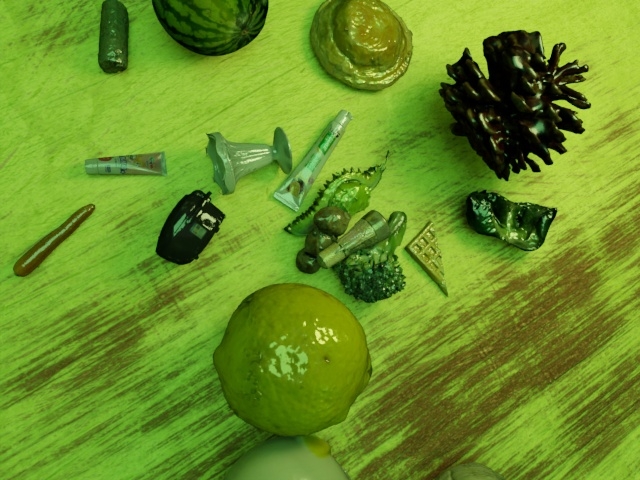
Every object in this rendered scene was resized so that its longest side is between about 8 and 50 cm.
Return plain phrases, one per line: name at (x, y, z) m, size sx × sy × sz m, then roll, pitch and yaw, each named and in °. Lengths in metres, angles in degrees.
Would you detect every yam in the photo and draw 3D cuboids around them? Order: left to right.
yam at (-0.540, -0.528, 1.357) m, size 0.078 × 0.078 × 0.179 m, roll -1°, pitch 81°, yaw -12°

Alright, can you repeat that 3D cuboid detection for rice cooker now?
rice cooker at (-0.327, -0.033, 1.303) m, size 0.118 × 0.142 × 0.203 m, roll 37°, pitch 77°, yaw -18°

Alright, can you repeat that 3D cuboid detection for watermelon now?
watermelon at (-0.278, -0.617, 1.316) m, size 0.285 × 0.285 × 0.285 m, roll 2°, pitch 82°, yaw -12°

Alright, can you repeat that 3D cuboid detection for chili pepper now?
chili pepper at (0.528, -0.063, 1.508) m, size 0.265 × 0.116 × 0.148 m, roll 15°, pitch 91°, yaw -9°

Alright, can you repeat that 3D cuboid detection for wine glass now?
wine glass at (-0.183, -0.215, 1.349) m, size 0.197 × 0.165 × 0.164 m, roll -15°, pitch 86°, yaw -17°

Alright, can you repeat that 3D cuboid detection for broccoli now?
broccoli at (0.134, 0.042, 1.412) m, size 0.199 × 0.177 × 0.274 m, roll -6°, pitch 49°, yaw 20°

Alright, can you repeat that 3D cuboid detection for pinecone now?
pinecone at (0.520, -0.358, 1.379) m, size 0.398 × 0.398 × 0.397 m, roll 2°, pitch 82°, yaw -12°

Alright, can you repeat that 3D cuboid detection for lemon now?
lemon at (-0.056, 0.275, 1.220) m, size 0.388 × 0.350 × 0.349 m, roll 7°, pitch 81°, yaw -14°

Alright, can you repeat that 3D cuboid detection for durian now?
durian at (0.063, -0.124, 1.414) m, size 0.375 × 0.106 × 0.132 m, roll -35°, pitch 96°, yaw -10°

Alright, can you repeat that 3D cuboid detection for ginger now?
ginger at (0.000, 0.000, 1.361) m, size 0.104 × 0.080 × 0.204 m, roll 8°, pitch 123°, yaw -32°

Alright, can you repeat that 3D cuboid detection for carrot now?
carrot at (-0.654, -0.004, 1.282) m, size 0.043 × 0.043 × 0.248 m, roll 44°, pitch 74°, yaw -3°

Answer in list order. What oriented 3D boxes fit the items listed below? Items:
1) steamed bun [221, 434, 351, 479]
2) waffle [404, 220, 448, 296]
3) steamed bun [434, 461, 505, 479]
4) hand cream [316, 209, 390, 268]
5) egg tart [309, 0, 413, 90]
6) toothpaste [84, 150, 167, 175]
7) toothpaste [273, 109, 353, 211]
steamed bun at (-0.065, 0.640, 1.182) m, size 0.334 × 0.334 × 0.373 m, roll -30°, pitch 95°, yaw -14°
waffle at (0.341, 0.052, 1.488) m, size 0.191 × 0.032 × 0.125 m, roll 46°, pitch 74°, yaw -5°
steamed bun at (0.342, 0.760, 1.289) m, size 0.236 × 0.247 × 0.383 m, roll 8°, pitch 80°, yaw 10°
hand cream at (0.076, 0.003, 1.312) m, size 0.203 × 0.084 × 0.084 m, roll -31°, pitch 90°, yaw -14°
egg tart at (0.129, -0.584, 1.477) m, size 0.319 × 0.128 × 0.318 m, roll 2°, pitch 80°, yaw -13°
toothpaste at (-0.499, -0.193, 1.340) m, size 0.195 × 0.043 × 0.067 m, roll -6°, pitch 81°, yaw -18°
toothpaste at (-0.013, -0.229, 1.442) m, size 0.058 × 0.056 × 0.314 m, roll 26°, pitch 78°, yaw 38°
